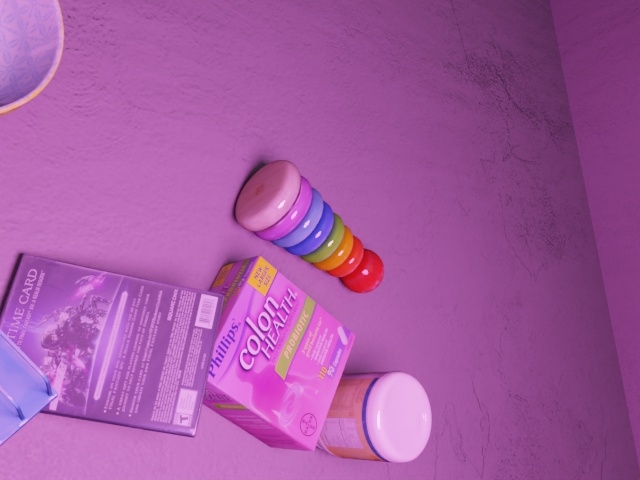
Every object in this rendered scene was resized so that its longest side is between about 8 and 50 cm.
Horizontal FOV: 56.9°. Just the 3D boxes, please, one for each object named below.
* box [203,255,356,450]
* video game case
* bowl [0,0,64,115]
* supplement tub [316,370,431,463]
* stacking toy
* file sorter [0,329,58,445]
[{"bbox_3d":[-0.088,0.186,0.960,0.243,0.117,0.214,42,54,-25],"label":"box"},{"bbox_3d":[-0.281,0.138,0.782,0.274,0.026,0.196,13,67,-10],"label":"video game case"},{"bbox_3d":[-0.479,-0.254,0.701,0.289,0.156,0.290,15,67,-39],"label":"bowl"},{"bbox_3d":[0.074,0.302,1.018,0.144,0.199,0.144,13,70,-39],"label":"supplement tub"},{"bbox_3d":[0.000,0.000,1.100,0.330,0.141,0.141,41,54,-35],"label":"stacking toy"},{"bbox_3d":[-0.401,0.182,0.649,0.118,0.104,0.170,44,57,2],"label":"file sorter"}]
